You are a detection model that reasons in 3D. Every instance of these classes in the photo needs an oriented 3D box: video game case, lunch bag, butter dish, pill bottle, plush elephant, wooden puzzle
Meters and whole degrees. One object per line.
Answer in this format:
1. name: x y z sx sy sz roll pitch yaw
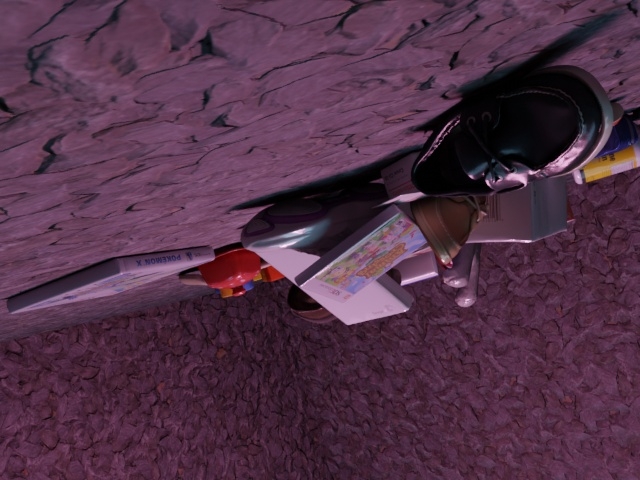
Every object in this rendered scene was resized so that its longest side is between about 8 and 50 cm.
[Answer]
1. video game case: -0.440 0.083 1.574 0.329 0.036 0.300 -19 175 28
2. lunch bag: 0.571 -0.205 1.458 0.065 0.067 0.098 -14 176 -26
3. video game case: 0.080 0.030 1.294 0.212 0.023 0.193 -37 155 12
4. butter dish: -0.214 0.078 1.813 0.160 0.118 0.160 -18 176 26
5. pill bottle: 0.613 -0.192 1.546 0.184 0.103 0.103 -18 175 16
6. plush elephant: 0.315 0.000 2.075 0.256 0.329 0.272 6 170 20
7. wooden puzzle: -0.200 0.092 2.078 0.348 0.080 0.322 -14 -178 -20

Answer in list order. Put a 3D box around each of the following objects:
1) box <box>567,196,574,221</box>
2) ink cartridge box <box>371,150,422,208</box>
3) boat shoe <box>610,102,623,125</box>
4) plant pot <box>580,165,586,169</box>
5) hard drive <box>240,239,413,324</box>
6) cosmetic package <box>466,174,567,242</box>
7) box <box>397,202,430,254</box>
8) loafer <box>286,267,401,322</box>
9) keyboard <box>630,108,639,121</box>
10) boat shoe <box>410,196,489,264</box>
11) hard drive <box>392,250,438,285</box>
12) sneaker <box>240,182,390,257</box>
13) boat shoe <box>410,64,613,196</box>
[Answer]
1. box: 0.570 -0.113 1.949 0.130 0.170 0.091 -17 176 -8
2. ink cartridge box: 0.181 -0.111 1.214 0.198 0.067 0.115 -16 176 -24
3. boat shoe: 0.447 -0.196 1.261 0.137 0.049 0.043 -22 177 12
4. plant pot: 0.492 -0.175 1.466 0.083 0.079 0.083 -17 175 -1
5. hard drive: 0.011 0.056 1.477 0.203 0.307 0.040 -21 -145 50
6. cosmetic package: 0.416 -0.079 1.665 0.217 0.156 0.385 -2 -178 30
7. box: 0.173 -0.036 1.597 0.127 0.148 0.232 -18 176 15
8. loafer: 0.027 0.097 1.697 0.130 0.133 0.366 30 151 -28
9. keyboard: 0.771 -0.285 1.441 0.317 0.033 0.202 -15 -178 -29
10. boat shoe: 0.243 -0.070 1.348 0.110 0.121 0.341 -27 -163 21
11. hard drive: 0.119 0.029 1.835 0.319 0.210 0.040 -18 156 21
12. sneaker: 0.009 -0.005 1.290 0.305 0.152 0.114 -13 -153 -26
13. boat shoe: 0.205 -0.113 0.891 0.113 0.127 0.340 -27 -171 -17
